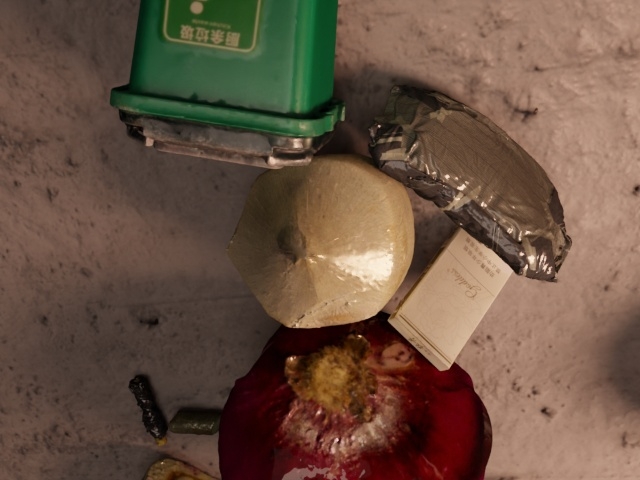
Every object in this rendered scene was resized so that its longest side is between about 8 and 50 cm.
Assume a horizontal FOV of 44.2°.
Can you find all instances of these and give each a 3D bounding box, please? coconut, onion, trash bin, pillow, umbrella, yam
[{"bbox_3d":[0.000,0.000,1.062,0.245,0.247,0.245,3,97,21],"label":"coconut"},{"bbox_3d":[0.035,0.331,1.205,0.398,0.398,0.420,21,144,1],"label":"onion"},{"bbox_3d":[-0.080,-0.298,0.959,0.259,0.295,0.381,11,107,7],"label":"trash bin"},{"bbox_3d":[0.211,-0.076,1.059,0.335,0.161,0.092,37,154,-10],"label":"pillow"},{"bbox_3d":[-0.306,0.308,1.415,0.037,0.040,0.144,-12,114,8],"label":"umbrella"},{"bbox_3d":[-0.220,0.324,1.402,0.094,0.043,0.043,2,116,12],"label":"yam"}]

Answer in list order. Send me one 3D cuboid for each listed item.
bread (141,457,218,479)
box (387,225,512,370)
[{"bbox_3d":[-0.303,0.573,1.478,0.187,0.155,0.338,27,116,-11],"label":"bread"},{"bbox_3d":[0.190,0.075,1.126,0.109,0.198,0.029,44,156,-10],"label":"box"}]
